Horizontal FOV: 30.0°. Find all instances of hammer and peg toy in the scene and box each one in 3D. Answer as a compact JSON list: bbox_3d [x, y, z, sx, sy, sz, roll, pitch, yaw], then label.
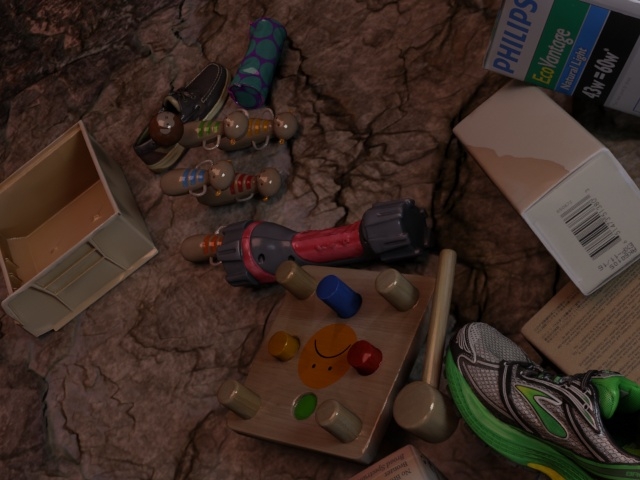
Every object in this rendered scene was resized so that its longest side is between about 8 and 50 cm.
[{"bbox_3d":[0.057,0.149,1.498,0.361,0.127,0.265,3,60,45],"label":"hammer and peg toy"}]

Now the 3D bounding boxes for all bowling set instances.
[{"bbox_3d":[-0.159,-0.119,1.823,0.154,0.200,0.287,-6,60,30],"label":"bowling set"}]

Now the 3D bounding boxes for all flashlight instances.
[{"bbox_3d":[0.000,0.000,1.678,0.304,0.103,0.103,-11,14,33],"label":"flashlight"}]

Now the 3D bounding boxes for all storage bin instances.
[{"bbox_3d":[-0.433,-0.017,1.981,0.260,0.123,0.262,-37,46,6],"label":"storage bin"}]

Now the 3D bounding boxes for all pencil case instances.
[{"bbox_3d":[-0.107,-0.299,2.003,0.070,0.064,0.151,12,63,12],"label":"pencil case"}]

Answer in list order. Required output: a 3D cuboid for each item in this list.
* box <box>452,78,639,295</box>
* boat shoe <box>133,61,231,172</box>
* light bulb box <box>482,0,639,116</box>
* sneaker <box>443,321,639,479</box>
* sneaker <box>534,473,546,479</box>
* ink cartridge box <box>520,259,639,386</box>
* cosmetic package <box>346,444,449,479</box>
[{"bbox_3d":[0.281,-0.077,1.449,0.121,0.148,0.311,-39,22,8],"label":"box"},{"bbox_3d":[-0.235,-0.220,2.027,0.080,0.073,0.223,24,75,43],"label":"boat shoe"},{"bbox_3d":[0.429,-0.351,1.457,0.361,0.225,0.357,18,66,5],"label":"light bulb box"},{"bbox_3d":[0.270,0.179,1.259,0.343,0.134,0.146,37,122,40],"label":"sneaker"},{"bbox_3d":[0.314,0.320,1.251,0.237,0.086,0.085,31,78,43],"label":"sneaker"},{"bbox_3d":[0.382,0.093,1.366,0.235,0.088,0.193,-43,46,-1],"label":"ink cartridge box"},{"bbox_3d":[0.114,0.395,1.302,0.153,0.129,0.296,-33,46,8],"label":"cosmetic package"}]
